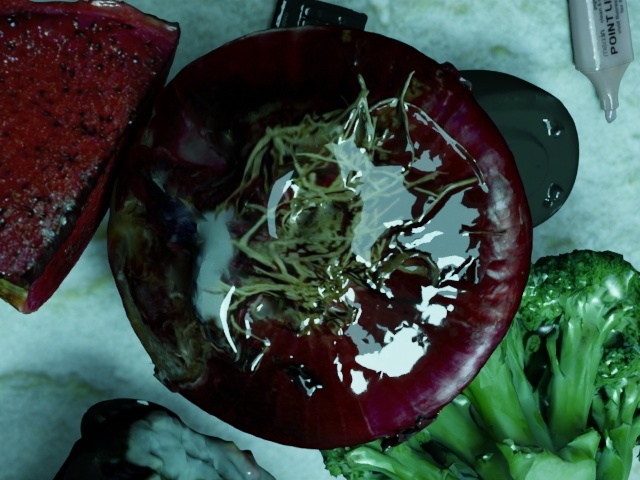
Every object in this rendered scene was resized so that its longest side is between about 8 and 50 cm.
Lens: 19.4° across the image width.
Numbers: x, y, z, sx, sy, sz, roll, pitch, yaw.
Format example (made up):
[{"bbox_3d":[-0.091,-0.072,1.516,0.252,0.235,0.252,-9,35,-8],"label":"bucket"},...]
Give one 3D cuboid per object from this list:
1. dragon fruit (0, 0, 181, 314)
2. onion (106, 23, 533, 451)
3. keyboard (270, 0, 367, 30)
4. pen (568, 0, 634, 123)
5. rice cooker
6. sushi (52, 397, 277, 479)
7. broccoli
[{"bbox_3d":[-0.211,-0.052,1.328,0.189,0.163,0.261,73,34,-46],"label":"dragon fruit"},{"bbox_3d":[0.000,0.000,1.351,0.314,0.232,0.314,1,96,5],"label":"onion"},{"bbox_3d":[-0.031,-0.069,1.490,0.087,0.017,0.250,12,97,-30],"label":"keyboard"},{"bbox_3d":[0.235,-0.195,1.583,0.053,0.032,0.197,-17,108,-22],"label":"pen"},{"bbox_3d":[0.113,-0.065,1.504,0.203,0.118,0.142,-13,108,-26],"label":"rice cooker"},{"bbox_3d":[-0.131,0.336,1.383,0.329,0.328,0.285,29,126,-34],"label":"sushi"},{"bbox_3d":[0.141,0.131,1.490,0.294,0.245,0.265,-22,131,-14],"label":"broccoli"}]
